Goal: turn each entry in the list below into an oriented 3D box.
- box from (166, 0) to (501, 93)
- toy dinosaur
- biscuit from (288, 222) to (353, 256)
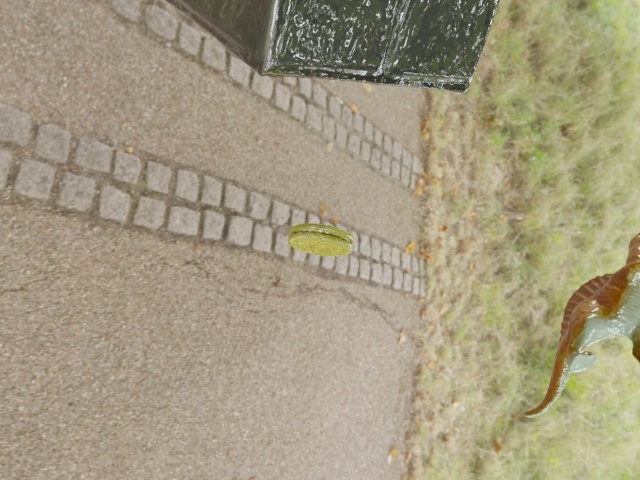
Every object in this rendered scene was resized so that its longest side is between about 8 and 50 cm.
[{"bbox_3d":[-0.007,-0.315,0.505,0.251,0.345,0.204,-7,128,-32],"label":"box"},{"bbox_3d":[0.273,0.074,0.484,0.057,0.212,0.142,41,33,-15],"label":"toy dinosaur"},{"bbox_3d":[0.000,0.000,0.611,0.084,0.084,0.023,27,67,-50],"label":"biscuit"}]
